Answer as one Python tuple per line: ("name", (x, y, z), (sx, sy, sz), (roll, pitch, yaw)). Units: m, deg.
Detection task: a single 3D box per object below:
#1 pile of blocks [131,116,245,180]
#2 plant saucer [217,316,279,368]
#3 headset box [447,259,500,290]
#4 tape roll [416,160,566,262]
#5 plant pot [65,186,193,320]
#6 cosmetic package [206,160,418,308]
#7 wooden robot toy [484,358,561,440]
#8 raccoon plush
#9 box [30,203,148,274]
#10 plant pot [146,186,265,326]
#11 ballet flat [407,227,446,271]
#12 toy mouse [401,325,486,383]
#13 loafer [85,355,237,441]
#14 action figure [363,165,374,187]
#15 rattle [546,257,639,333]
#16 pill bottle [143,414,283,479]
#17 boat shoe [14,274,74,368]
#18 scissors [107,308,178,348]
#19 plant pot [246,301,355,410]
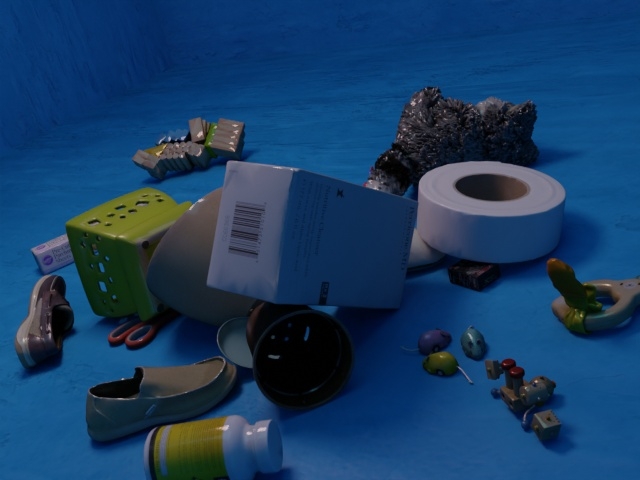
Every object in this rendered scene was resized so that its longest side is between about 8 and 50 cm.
("pile of blocks", (-0.400, -0.286, 2.628), (0.362, 0.112, 0.149), (-11, 66, 4))
("plant saucer", (-0.128, 0.188, 1.505), (0.119, 0.021, 0.119), (12, 41, -10))
("headset box", (0.290, 0.061, 1.567), (0.062, 0.032, 0.083), (-30, 29, -30))
("tape roll", (0.332, -0.062, 1.649), (0.286, 0.100, 0.286), (-1, 26, 0))
("plant pot", (-0.368, 0.033, 1.781), (0.207, 0.228, 0.227), (10, 30, 43))
("cosmetic package", (0.000, 0.000, 1.440), (0.156, 0.217, 0.385), (10, 3, 37))
("wooden robot toy", (0.304, 0.210, 1.195), (0.079, 0.076, 0.173), (-10, 22, -14))
("raccoon plush", (0.325, -0.175, 1.957), (0.299, 0.216, 0.446), (11, 57, 27))
("box", (-0.599, -0.010, 2.227), (0.324, 0.067, 0.063), (-26, 26, -23))
("plant pot", (-0.163, 0.058, 1.618), (0.191, 0.284, 0.284), (40, 51, 19))
("ballet flat", (0.058, -0.001, 1.725), (0.400, 0.139, 0.139), (-4, 26, 25))
("toy mouse", (0.215, 0.167, 1.381), (0.161, 0.031, 0.143), (7, 33, 42))
("loafer", (-0.272, 0.253, 1.416), (0.268, 0.092, 0.102), (-21, 24, -11))
("action figure", (0.133, -0.155, 2.139), (0.038, 0.030, 0.115), (-11, 29, 25))
("rattle", (0.466, 0.054, 1.354), (0.199, 0.143, 0.130), (-23, 6, -2))
("pill bottle", (-0.153, 0.308, 1.210), (0.184, 0.103, 0.103), (-11, 24, 11))
("boat shoe", (-0.573, 0.165, 1.794), (0.092, 0.103, 0.285), (-10, 28, 1))
("scissors", (-0.309, 0.143, 1.768), (0.297, 0.021, 0.109), (-34, 28, -33))
("plant pot", (-0.046, 0.172, 1.391), (0.167, 0.167, 0.165), (-21, 17, -11))
